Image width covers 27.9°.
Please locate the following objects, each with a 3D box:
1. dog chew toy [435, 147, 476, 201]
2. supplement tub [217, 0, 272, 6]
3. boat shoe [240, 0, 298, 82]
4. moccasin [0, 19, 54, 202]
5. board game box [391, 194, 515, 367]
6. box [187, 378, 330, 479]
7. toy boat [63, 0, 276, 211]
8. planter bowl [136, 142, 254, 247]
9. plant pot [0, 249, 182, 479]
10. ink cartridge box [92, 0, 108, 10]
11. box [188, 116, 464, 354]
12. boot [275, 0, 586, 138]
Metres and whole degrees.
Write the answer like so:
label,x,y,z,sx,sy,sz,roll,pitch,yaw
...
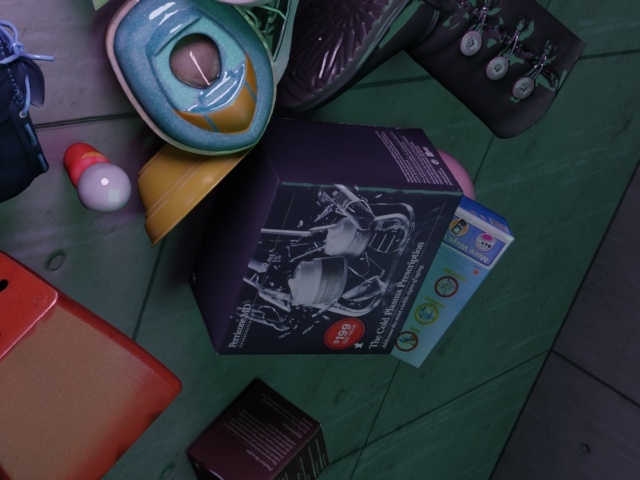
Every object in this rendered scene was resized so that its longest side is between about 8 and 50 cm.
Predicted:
label,x,y,z,sx,sy,sz,roll,pitch,yaw
dog chew toy,0.200,-0.052,2.447,0.206,0.206,0.332,-55,162,-3
supplement tub,-0.076,-0.430,1.506,0.191,0.191,0.272,69,40,-58
boat shoe,-0.086,-0.325,1.752,0.105,0.113,0.306,10,108,-55
moccasin,-0.369,-0.178,1.439,0.117,0.138,0.342,-27,156,-23
board game box,0.124,0.028,2.252,0.302,0.308,0.086,-55,-162,20
box,-0.113,0.409,2.443,0.203,0.168,0.167,-45,152,-22
toy boat,-0.196,-0.167,1.646,0.318,0.148,0.267,-45,125,-2
planter bowl,-0.191,-0.096,1.808,0.217,0.090,0.217,-44,-174,6
plant pot,-0.389,0.164,1.643,0.267,0.267,0.236,-48,141,-17
ink cartridge box,-0.260,-0.377,1.457,0.109,0.062,0.209,-46,151,-23
box,0.000,0.000,2.004,0.312,0.179,0.343,2,128,-25
boot,0.175,-0.274,2.028,0.367,0.146,0.445,-45,141,16
